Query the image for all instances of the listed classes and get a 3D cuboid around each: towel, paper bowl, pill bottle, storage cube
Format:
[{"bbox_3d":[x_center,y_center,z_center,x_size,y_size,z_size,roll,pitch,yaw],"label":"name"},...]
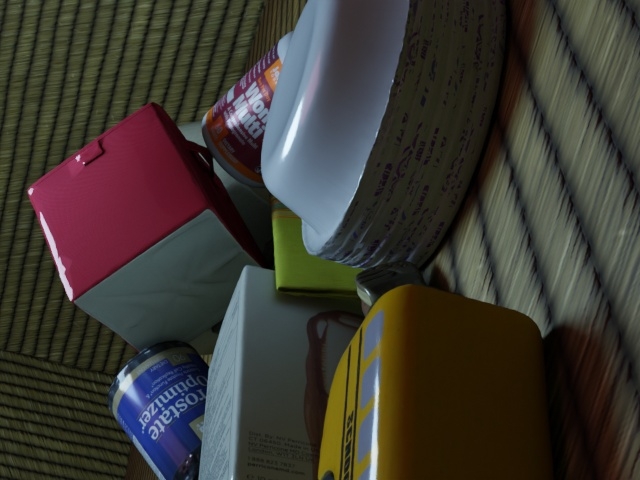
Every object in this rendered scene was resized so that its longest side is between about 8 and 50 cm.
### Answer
[{"bbox_3d":[0.000,0.000,1.099,0.237,0.102,0.021,-98,12,-63],"label":"towel"},{"bbox_3d":[0.041,-0.120,0.937,0.284,0.148,0.284,-164,90,-78],"label":"paper bowl"},{"bbox_3d":[-0.135,0.225,1.190,0.219,0.122,0.123,44,128,32],"label":"pill bottle"},{"bbox_3d":[-0.195,-0.006,1.245,0.193,0.215,0.184,58,-177,38],"label":"storage cube"},{"bbox_3d":[-0.029,-0.170,1.252,0.221,0.121,0.121,-40,29,29],"label":"pill bottle"}]

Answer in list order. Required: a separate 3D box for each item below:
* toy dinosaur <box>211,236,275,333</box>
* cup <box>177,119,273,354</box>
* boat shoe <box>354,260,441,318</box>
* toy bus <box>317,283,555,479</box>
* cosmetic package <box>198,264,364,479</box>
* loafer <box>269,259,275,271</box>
[{"bbox_3d":[-0.048,0.021,1.351,0.118,0.064,0.268,75,-142,-63],"label":"toy dinosaur"},{"bbox_3d":[-0.156,-0.038,1.506,0.237,0.331,0.331,-39,28,26],"label":"cup"},{"bbox_3d":[0.067,0.068,0.806,0.178,0.064,0.060,-110,6,-73],"label":"boat shoe"},{"bbox_3d":[0.056,0.195,0.546,0.130,0.108,0.333,119,163,-46],"label":"toy bus"},{"bbox_3d":[-0.033,0.174,0.958,0.296,0.129,0.153,-93,19,-56],"label":"cosmetic package"},{"bbox_3d":[-0.014,-0.046,1.279,0.076,0.078,0.223,124,158,-57],"label":"loafer"}]
